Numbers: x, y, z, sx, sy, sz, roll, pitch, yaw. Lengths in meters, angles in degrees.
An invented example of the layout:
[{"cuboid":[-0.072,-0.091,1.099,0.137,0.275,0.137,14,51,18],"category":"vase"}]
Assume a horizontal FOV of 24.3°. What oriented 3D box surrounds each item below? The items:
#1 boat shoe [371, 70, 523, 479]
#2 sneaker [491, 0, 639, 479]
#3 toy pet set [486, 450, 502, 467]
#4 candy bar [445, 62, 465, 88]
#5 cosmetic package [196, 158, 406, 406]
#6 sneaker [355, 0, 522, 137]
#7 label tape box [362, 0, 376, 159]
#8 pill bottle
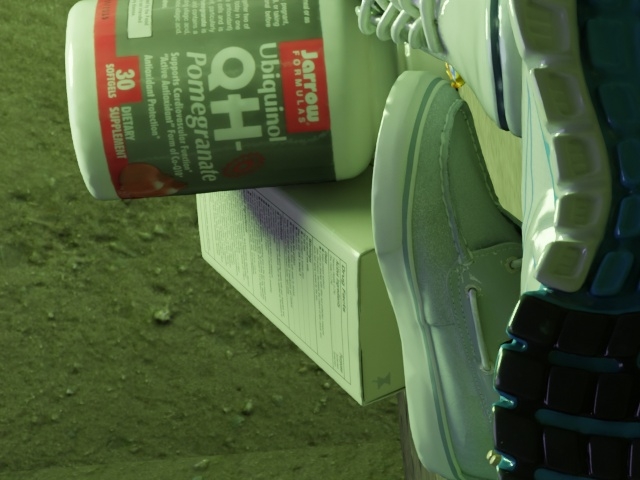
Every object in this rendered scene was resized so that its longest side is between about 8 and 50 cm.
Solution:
[{"cuboid":[0.081,0.023,0.722,0.079,0.081,0.227,-52,-41,-50],"category":"boat shoe"},{"cuboid":[0.084,0.003,0.403,0.083,0.071,0.191,57,-144,-75],"category":"sneaker"},{"cuboid":[0.107,0.126,0.640,0.114,0.065,0.122,-60,7,7],"category":"toy pet set"},{"cuboid":[0.096,-0.179,1.040,0.040,0.018,0.161,-93,-1,-51],"category":"candy bar"},{"cuboid":[0.000,0.000,1.377,0.309,0.113,0.160,39,139,48],"category":"cosmetic package"},{"cuboid":[0.059,-0.110,0.673,0.258,0.091,0.094,-91,-5,-67],"category":"sneaker"},{"cuboid":[0.066,-0.059,1.572,0.249,0.115,0.348,-93,0,-68],"category":"label tape box"},{"cuboid":[-0.048,-0.133,1.277,0.176,0.318,0.176,-5,-90,-89],"category":"pill bottle"}]
